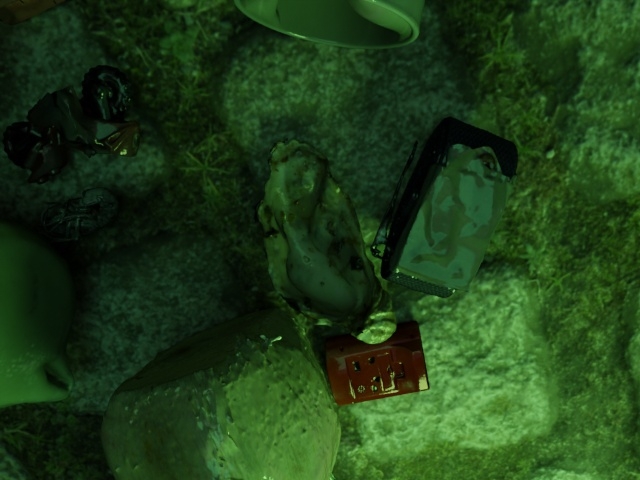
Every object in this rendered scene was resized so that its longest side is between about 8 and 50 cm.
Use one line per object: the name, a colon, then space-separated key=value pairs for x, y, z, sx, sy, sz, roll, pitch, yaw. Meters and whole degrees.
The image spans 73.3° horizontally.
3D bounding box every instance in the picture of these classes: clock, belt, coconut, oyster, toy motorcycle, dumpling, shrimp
clock: x=0.088 y=0.199 z=0.673 sx=0.154 sy=0.061 sz=0.113 roll=-12 pitch=103 yaw=5
belt: x=0.155 y=-0.041 z=0.573 sx=0.126 sy=0.140 sz=0.231 roll=19 pitch=108 yaw=-5
coconut: x=-0.118 y=0.251 z=0.573 sx=0.297 sy=0.297 sz=0.255 roll=-21 pitch=91 yaw=5
oyster: x=0.006 y=-0.001 z=0.606 sx=0.166 sy=0.094 sz=0.295 roll=-11 pitch=88 yaw=25
toy motorcycle: x=-0.332 y=-0.141 z=0.586 sx=0.212 sy=0.084 sz=0.118 roll=-26 pitch=103 yaw=14
dumpling: x=-0.445 y=0.089 z=0.584 sx=0.211 sy=0.270 sz=0.321 roll=6 pitch=99 yaw=-23
shrimp: x=-0.367 y=-0.030 z=0.624 sx=0.165 sy=0.057 sz=0.065 roll=-19 pitch=135 yaw=2

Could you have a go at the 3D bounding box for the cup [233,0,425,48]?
cup: x=0.034 y=-0.399 z=0.458 sx=0.212 sy=0.212 sz=0.318 roll=10 pitch=101 yaw=-2

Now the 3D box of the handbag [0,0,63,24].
handbag: x=-0.366 y=-0.389 z=0.539 sx=0.212 sy=0.059 sz=0.158 roll=-23 pitch=103 yaw=4

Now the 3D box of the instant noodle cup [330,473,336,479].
instant noodle cup: x=-0.102 y=0.497 z=0.664 sx=0.296 sy=0.214 sz=0.297 roll=0 pitch=102 yaw=0
